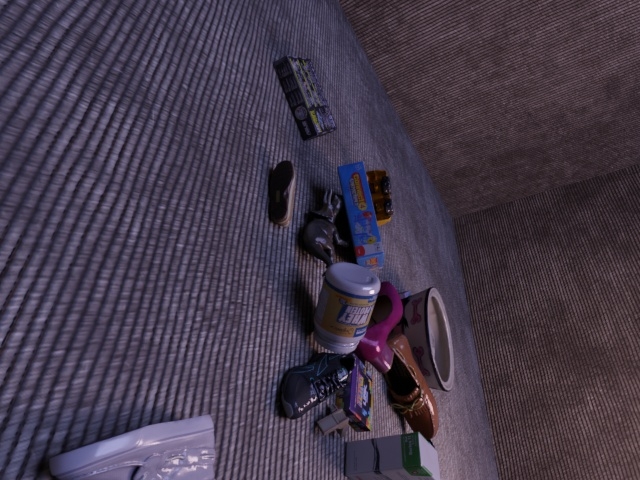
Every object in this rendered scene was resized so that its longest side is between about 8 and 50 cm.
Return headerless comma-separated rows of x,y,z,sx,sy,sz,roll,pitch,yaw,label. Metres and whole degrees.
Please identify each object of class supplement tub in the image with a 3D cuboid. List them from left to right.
0.063,0.173,1.140,0.144,0.144,0.200,-35,142,-64,supplement tub

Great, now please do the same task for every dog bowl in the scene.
0.417,0.398,1.777,0.408,0.150,0.409,40,44,-54,dog bowl

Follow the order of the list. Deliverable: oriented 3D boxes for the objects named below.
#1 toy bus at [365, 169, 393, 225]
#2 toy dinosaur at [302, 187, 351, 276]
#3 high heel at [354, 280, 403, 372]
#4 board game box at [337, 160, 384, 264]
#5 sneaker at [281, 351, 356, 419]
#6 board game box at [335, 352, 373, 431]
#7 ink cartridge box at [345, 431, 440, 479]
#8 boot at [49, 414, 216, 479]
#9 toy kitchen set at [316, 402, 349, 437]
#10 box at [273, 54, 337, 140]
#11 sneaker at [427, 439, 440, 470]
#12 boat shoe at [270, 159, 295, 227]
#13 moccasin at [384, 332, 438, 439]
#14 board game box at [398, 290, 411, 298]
0.220,-0.141,1.779,0.211,0.149,0.221,57,27,-64,toy bus
0.000,0.000,1.279,0.160,0.121,0.314,49,37,-19,toy dinosaur
0.183,0.237,1.468,0.181,0.127,0.377,50,28,-28,high heel
0.137,-0.064,1.477,0.308,0.086,0.302,59,19,-77,board game box
-0.001,0.328,1.045,0.267,0.106,0.101,-26,99,-63,sneaker
0.101,0.432,1.254,0.141,0.048,0.170,54,31,-36,board game box
0.187,0.581,1.150,0.153,0.208,0.087,53,28,-37,ink cartridge box
-0.227,0.317,0.591,0.258,0.095,0.124,23,47,-60,boot
0.020,0.456,1.103,0.068,0.075,0.083,47,-35,40,toy kitchen set
-0.045,-0.492,1.524,0.270,0.060,0.216,67,26,-11,box
0.332,0.747,1.472,0.302,0.108,0.121,17,58,-70,sneaker
-0.098,-0.123,1.191,0.072,0.068,0.190,53,39,-59,boat shoe
0.300,0.510,1.511,0.147,0.139,0.381,-27,101,-59,moccasin
0.309,0.223,1.763,0.090,0.090,0.020,-4,78,-64,board game box
